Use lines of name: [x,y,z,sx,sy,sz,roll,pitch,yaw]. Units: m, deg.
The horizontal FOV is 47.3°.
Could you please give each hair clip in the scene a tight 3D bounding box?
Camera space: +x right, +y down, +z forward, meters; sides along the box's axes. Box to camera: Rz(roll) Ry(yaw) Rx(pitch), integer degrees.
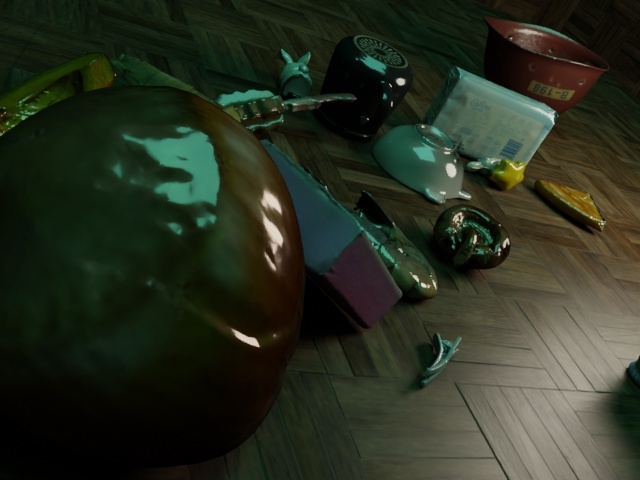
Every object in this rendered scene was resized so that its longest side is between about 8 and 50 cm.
hair clip: [0.154,0.159,0.984,0.039,0.030,0.115,18,24,21]

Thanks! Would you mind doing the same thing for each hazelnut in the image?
hazelnut: [-0.159,0.030,0.673,0.372,0.315,0.372,48,27,-34]

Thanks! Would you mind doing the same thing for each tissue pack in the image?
tissue pack: [0.378,-0.270,1.666,0.263,0.177,0.089,18,32,-16]

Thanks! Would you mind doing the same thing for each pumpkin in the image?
pumpkin: [-0.364,-0.120,0.918,0.149,0.130,0.254,8,44,49]

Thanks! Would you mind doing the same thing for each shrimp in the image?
shrimp: [0.074,-0.019,1.148,0.289,0.075,0.178,33,22,9]

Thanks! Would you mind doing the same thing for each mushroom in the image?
mushroom: [0.254,0.004,1.250,0.135,0.080,0.170,23,29,16]

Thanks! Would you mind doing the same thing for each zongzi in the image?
zongzi: [-0.268,-0.162,1.062,0.228,0.115,0.256,29,40,8]

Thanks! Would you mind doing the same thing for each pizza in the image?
pizza: [0.588,-0.095,1.713,0.185,0.036,0.176,33,29,12]

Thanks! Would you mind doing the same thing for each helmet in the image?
helmet: [0.612,-0.481,2.127,0.385,0.230,0.337,11,32,-13]

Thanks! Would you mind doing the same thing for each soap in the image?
soap: [-0.001,0.001,0.913,0.181,0.081,0.259,45,-4,25]

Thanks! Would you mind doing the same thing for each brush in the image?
brush: [-0.062,-0.245,1.319,0.301,0.071,0.084,-15,46,-30]

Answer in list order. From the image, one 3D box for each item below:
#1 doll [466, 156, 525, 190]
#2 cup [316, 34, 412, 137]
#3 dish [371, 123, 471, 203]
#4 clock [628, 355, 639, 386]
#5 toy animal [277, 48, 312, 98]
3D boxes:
doll: [0.399,-0.156,1.638,0.113,0.071,0.135,21,19,26]
cup: [0.087,-0.294,1.466,0.169,0.176,0.223,17,36,-23]
dish: [0.222,-0.179,1.490,0.228,0.086,0.236,-6,45,-44]
clock: [0.609,0.194,1.136,0.194,0.195,0.100,45,37,23]
toy animal: [-0.055,-0.342,1.529,0.071,0.085,0.124,3,30,-8]
